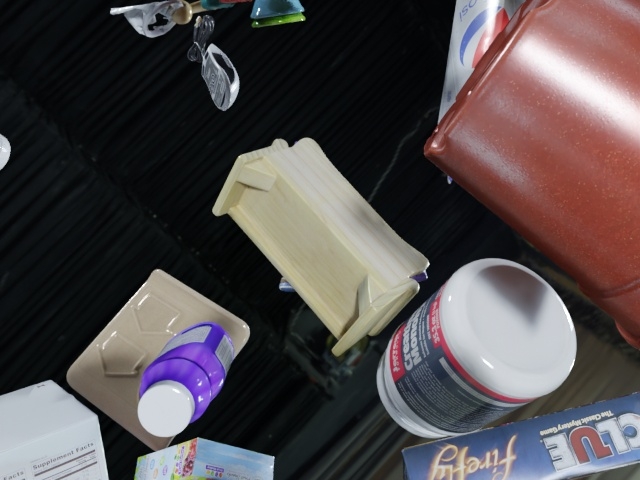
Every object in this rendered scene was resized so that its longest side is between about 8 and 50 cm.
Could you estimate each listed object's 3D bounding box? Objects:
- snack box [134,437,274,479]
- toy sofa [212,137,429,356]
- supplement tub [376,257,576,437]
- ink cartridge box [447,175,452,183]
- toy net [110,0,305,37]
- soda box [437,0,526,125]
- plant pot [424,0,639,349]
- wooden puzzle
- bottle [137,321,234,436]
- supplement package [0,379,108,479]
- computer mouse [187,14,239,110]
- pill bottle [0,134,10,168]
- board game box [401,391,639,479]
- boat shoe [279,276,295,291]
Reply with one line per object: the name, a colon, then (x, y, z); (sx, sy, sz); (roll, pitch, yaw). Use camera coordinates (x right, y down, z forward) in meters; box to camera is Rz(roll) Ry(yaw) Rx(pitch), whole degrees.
snack box: (-0.216, 0.431, 1.165); (0.174, 0.070, 0.207); (27, -39, -33)
toy sofa: (0.000, 0.000, 1.092); (0.362, 0.177, 0.150); (48, -47, 14)
supplement tub: (0.207, 0.165, 0.900); (0.191, 0.191, 0.272); (44, -35, 9)
ink cartridge box: (0.362, -0.320, 1.271); (0.071, 0.330, 0.324); (22, -35, 28)
toy net: (-0.134, -0.269, 0.755); (0.122, 0.232, 0.045); (-99, -179, -68)
soda box: (0.230, -0.235, 0.823); (0.098, 0.286, 0.091); (18, -14, -32)
plant pot: (0.256, -0.087, 0.565); (0.265, 0.272, 0.272); (34, -7, 1)
wooden puzzle: (-0.384, 0.282, 1.521); (0.322, 0.348, 0.080); (28, -20, 21)
bottle: (-0.194, 0.195, 0.907); (0.092, 0.118, 0.283); (60, 0, -6)
supplement package: (-0.422, 0.372, 0.886); (0.199, 0.198, 0.263); (8, -73, 49)
computer mouse: (-0.183, -0.306, 1.121); (0.193, 0.042, 0.106); (63, -36, 27)
pill bottle: (-0.518, -0.154, 0.876); (0.094, 0.094, 0.169); (42, -4, 22)
board game box: (0.149, 0.181, 0.505); (0.243, 0.165, 0.042); (72, 4, -65)
boat shoe: (-0.023, 0.075, 1.349); (0.066, 0.066, 0.183); (-4, -3, 36)
